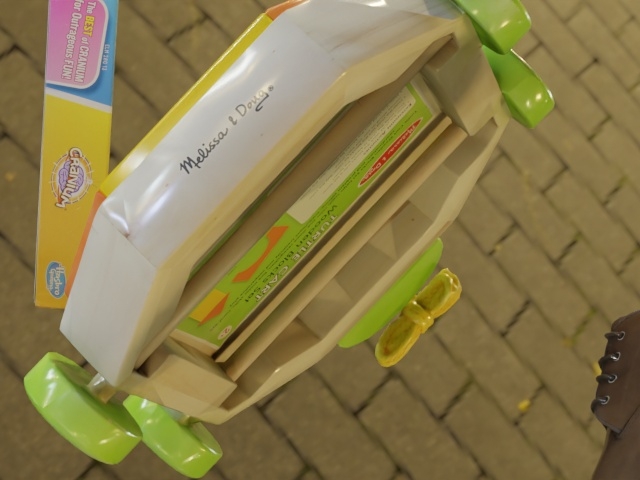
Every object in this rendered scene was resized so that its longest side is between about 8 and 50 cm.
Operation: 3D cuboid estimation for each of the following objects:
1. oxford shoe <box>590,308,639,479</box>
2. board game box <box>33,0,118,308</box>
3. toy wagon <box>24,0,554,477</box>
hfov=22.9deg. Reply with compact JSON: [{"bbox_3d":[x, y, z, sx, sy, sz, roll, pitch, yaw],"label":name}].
[{"bbox_3d":[0.148,0.085,0.675,0.096,0.227,0.083,34,-18,38],"label":"oxford shoe"},{"bbox_3d":[-0.241,-0.113,1.578,0.064,0.317,0.242,3,12,-8],"label":"board game box"},{"bbox_3d":[0.000,0.000,0.781,0.068,0.267,0.344,44,1,18],"label":"toy wagon"}]
